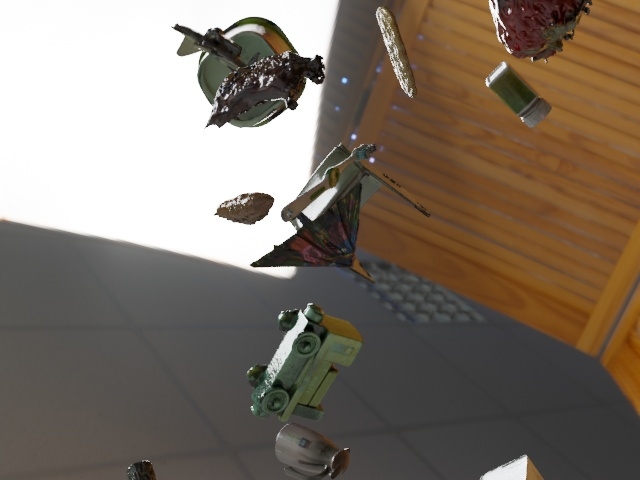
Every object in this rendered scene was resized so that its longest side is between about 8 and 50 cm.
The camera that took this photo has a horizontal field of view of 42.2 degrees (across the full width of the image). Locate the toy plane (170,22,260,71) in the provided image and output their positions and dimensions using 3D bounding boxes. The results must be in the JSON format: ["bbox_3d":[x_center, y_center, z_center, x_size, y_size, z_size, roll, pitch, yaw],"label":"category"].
[{"bbox_3d":[-0.197,-0.405,1.792,0.261,0.088,0.192,20,-162,-7],"label":"toy plane"}]

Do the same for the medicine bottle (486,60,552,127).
[{"bbox_3d":[0.574,-0.422,2.402,0.188,0.088,0.132,43,-161,-7],"label":"medicine bottle"}]

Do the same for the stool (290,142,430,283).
[{"bbox_3d":[0.094,-0.069,2.165,0.269,0.244,0.170,32,-168,-32],"label":"stool"}]

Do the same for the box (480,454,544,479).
[{"bbox_3d":[0.443,0.594,1.868,0.135,0.163,0.243,59,-163,4],"label":"box"}]

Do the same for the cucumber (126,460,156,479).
[{"bbox_3d":[-0.371,0.642,1.872,0.067,0.067,0.294,3,-132,-41],"label":"cucumber"}]

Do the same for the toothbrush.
[{"bbox_3d":[0.018,-0.135,1.844,0.040,0.042,0.418,-1,-155,34],"label":"toothbrush"}]

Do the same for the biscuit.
[{"bbox_3d":[0.193,-0.470,2.080,0.029,0.247,0.118,-23,-153,-1],"label":"biscuit"}]

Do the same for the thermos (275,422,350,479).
[{"bbox_3d":[-0.023,0.547,2.087,0.193,0.105,0.137,10,-142,42],"label":"thermos"}]

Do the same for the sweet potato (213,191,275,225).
[{"bbox_3d":[-0.156,-0.061,1.645,0.060,0.068,0.205,-32,-160,-37],"label":"sweet potato"}]

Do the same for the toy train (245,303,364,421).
[{"bbox_3d":[-0.051,0.383,2.513,0.253,0.397,0.160,21,-164,-32],"label":"toy train"}]

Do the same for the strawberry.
[{"bbox_3d":[0.398,-0.498,1.630,0.150,0.280,0.253,-16,177,-14],"label":"strawberry"}]

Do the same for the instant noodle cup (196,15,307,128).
[{"bbox_3d":[-0.180,-0.412,2.086,0.293,0.294,0.308,18,-165,-6],"label":"instant noodle cup"}]

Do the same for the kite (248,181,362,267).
[{"bbox_3d":[0.000,0.000,1.853,0.234,0.321,0.016,42,-159,-37],"label":"kite"}]

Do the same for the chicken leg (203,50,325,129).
[{"bbox_3d":[-0.094,-0.246,1.337,0.233,0.105,0.063,-9,144,32],"label":"chicken leg"}]
